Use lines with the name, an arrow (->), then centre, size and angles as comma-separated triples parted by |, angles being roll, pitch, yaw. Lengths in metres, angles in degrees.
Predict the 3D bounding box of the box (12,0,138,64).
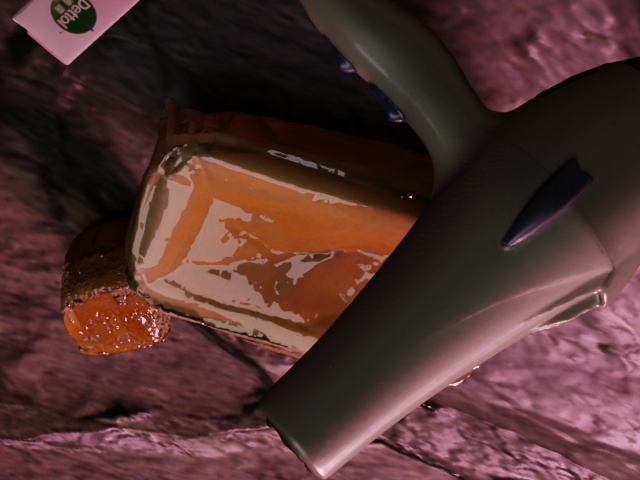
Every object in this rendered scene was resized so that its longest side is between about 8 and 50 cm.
box -> -0.116, -0.171, 0.826 | 0.043, 0.089, 0.125 | 41, 126, -21

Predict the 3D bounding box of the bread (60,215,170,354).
bread -> -0.143, 0.030, 0.995 | 0.070, 0.083, 0.077 | -8, 130, 7

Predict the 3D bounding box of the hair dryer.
hair dryer -> 0.032, -0.017, 0.796 | 0.298, 0.296, 0.119 | 27, 168, 5

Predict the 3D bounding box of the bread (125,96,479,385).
bread -> 0.000, 0.000, 0.910 | 0.241, 0.107, 0.136 | 15, 111, -3
